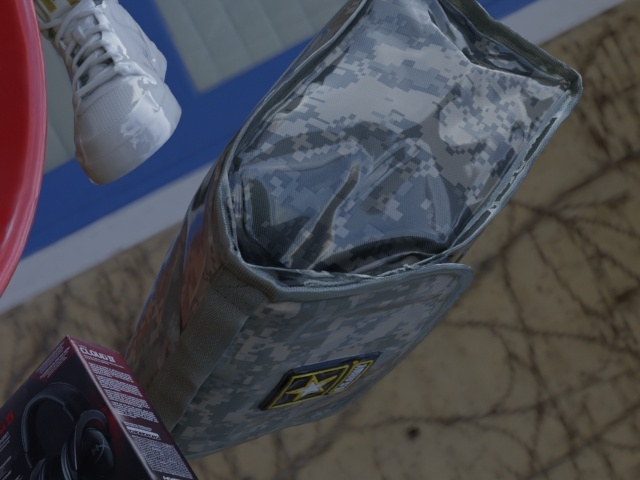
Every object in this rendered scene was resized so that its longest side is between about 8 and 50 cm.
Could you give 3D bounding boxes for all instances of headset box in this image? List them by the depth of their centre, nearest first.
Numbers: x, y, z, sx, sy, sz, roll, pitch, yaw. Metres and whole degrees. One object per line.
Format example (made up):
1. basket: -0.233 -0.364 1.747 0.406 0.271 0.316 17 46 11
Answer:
1. headset box: -0.086 0.080 0.493 0.032 0.062 0.083 28 20 -54

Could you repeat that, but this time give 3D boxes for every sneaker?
1. sneaker: -0.213 -0.167 1.231 0.169 0.108 0.292 54 5 -26

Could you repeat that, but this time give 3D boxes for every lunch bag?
1. lunch bag: 0.000 0.000 0.845 0.169 0.235 0.287 38 52 1

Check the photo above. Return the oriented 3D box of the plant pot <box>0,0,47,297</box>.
1. plant pot: -0.271 -0.048 0.456 0.275 0.243 0.275 33 48 -47
